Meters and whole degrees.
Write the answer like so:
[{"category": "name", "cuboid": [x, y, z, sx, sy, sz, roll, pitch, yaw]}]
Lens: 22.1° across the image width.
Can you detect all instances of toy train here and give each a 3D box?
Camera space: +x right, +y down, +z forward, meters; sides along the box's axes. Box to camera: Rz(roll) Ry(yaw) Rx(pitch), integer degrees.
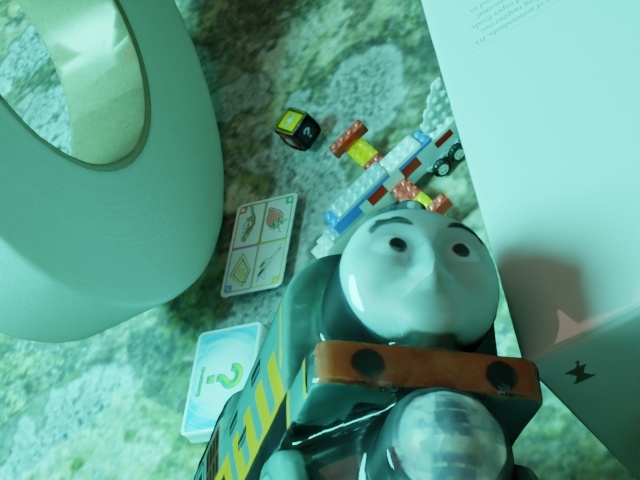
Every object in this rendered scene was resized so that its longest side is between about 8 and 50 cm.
[{"category": "toy train", "cuboid": [0.008, 0.126, 0.764, 0.334, 0.142, 0.190, 112, 159, -55]}]

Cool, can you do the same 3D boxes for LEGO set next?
[{"category": "LEGO set", "cuboid": [0.000, 0.000, 1.035, 0.182, 0.060, 0.244, -12, 51, 29]}]

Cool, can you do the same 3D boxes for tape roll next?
[{"category": "tape roll", "cuboid": [-0.200, -0.125, 1.053, 0.072, 0.392, 0.392, -25, 45, 24]}]

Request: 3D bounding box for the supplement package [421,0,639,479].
[{"category": "supplement package", "cuboid": [0.183, -0.044, 0.819, 0.177, 0.175, 0.293, -28, 44, 19]}]
